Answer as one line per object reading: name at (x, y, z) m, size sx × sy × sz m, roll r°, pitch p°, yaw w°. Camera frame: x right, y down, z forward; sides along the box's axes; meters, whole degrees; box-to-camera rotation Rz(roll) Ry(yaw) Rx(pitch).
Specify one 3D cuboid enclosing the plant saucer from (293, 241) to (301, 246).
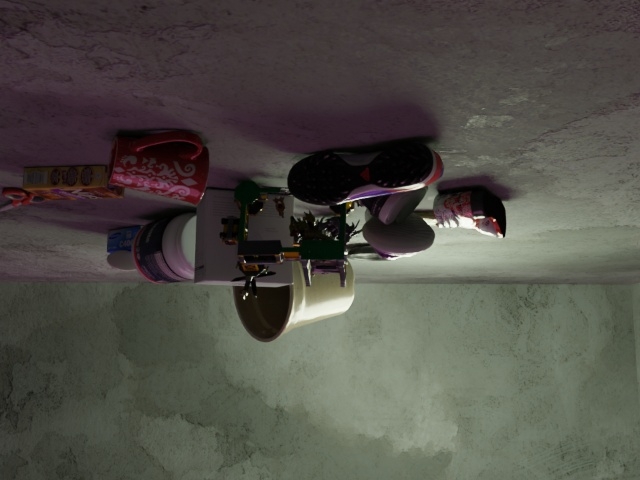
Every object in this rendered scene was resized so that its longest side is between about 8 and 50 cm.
plant saucer at (-0.070, 0.013, 2.467) m, size 0.200 × 0.037 × 0.200 m, roll 1°, pitch 170°, yaw 0°

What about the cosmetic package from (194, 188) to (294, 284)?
cosmetic package at (-0.191, -0.001, 1.802) m, size 0.224 × 0.224 × 0.138 m, roll 4°, pitch 172°, yaw -21°

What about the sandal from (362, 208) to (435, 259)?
sandal at (0.184, -0.004, 1.745) m, size 0.170 × 0.102 × 0.416 m, roll 5°, pitch -166°, yaw 3°

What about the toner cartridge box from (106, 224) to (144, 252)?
toner cartridge box at (-0.516, 0.018, 2.392) m, size 0.165 × 0.075 × 0.348 m, roll -8°, pitch 168°, yaw 35°

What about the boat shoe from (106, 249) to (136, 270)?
boat shoe at (-0.586, 0.064, 2.272) m, size 0.184 × 0.066 × 0.063 m, roll -5°, pitch 174°, yaw -35°

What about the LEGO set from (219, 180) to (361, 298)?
LEGO set at (-0.058, -0.006, 1.696) m, size 0.332 × 0.254 × 0.192 m, roll -7°, pitch 154°, yaw 0°

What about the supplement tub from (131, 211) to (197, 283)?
supplement tub at (-0.398, 0.023, 2.057) m, size 0.191 × 0.191 × 0.272 m, roll 9°, pitch 167°, yaw -42°

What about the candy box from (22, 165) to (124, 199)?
candy box at (-0.540, -0.126, 1.585) m, size 0.187 × 0.053 × 0.109 m, roll -2°, pitch 170°, yaw 8°

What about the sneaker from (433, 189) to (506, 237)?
sneaker at (0.377, -0.065, 1.827) m, size 0.145 × 0.090 × 0.270 m, roll -4°, pitch 167°, yaw 28°

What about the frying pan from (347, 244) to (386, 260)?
frying pan at (0.130, 0.052, 2.661) m, size 0.326 × 0.053 × 0.197 m, roll -1°, pitch 171°, yaw 19°

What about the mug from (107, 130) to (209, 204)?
mug at (-0.301, -0.153, 1.345) m, size 0.169 × 0.150 × 0.113 m, roll 9°, pitch -156°, yaw -23°

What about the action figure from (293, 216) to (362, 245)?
action figure at (0.000, 0.000, 2.079) m, size 0.276 × 0.140 × 0.164 m, roll -2°, pitch 170°, yaw 32°

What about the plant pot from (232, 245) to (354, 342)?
plant pot at (-0.068, 0.144, 2.330) m, size 0.306 × 0.333 × 0.334 m, roll -3°, pitch 175°, yaw -38°

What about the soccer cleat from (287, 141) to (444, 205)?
soccer cleat at (0.087, -0.125, 1.425) m, size 0.318 × 0.108 × 0.116 m, roll -7°, pitch 172°, yaw 27°

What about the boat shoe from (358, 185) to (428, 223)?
boat shoe at (0.163, -0.102, 1.601) m, size 0.091 × 0.114 × 0.302 m, roll 37°, pitch -170°, yaw 13°

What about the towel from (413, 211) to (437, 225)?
towel at (0.319, -0.060, 2.041) m, size 0.148 × 0.027 × 0.110 m, roll 0°, pitch 172°, yaw 0°

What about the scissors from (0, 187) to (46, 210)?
scissors at (-0.774, -0.096, 1.865) m, size 0.109 × 0.021 × 0.297 m, roll 3°, pitch 169°, yaw -28°
